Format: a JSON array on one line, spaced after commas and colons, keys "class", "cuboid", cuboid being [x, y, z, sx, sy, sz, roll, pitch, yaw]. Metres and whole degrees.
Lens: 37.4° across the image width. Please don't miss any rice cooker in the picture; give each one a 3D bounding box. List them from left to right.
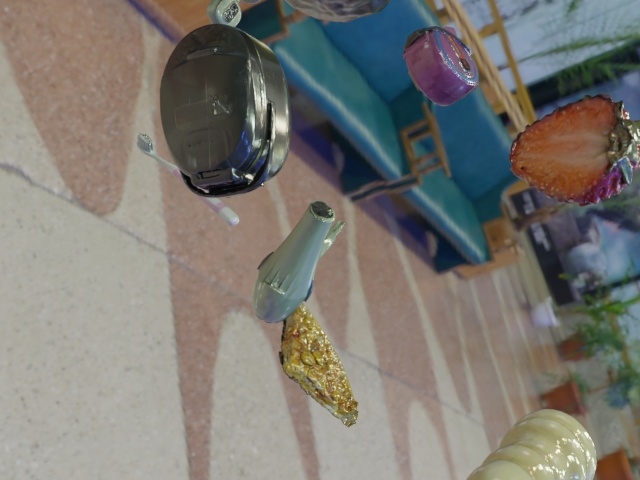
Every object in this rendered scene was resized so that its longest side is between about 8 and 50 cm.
[{"class": "rice cooker", "cuboid": [-0.089, -0.123, 0.910, 0.106, 0.112, 0.165, -4, 87, -65]}]

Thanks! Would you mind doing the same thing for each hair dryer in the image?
[{"class": "hair dryer", "cuboid": [0.002, -0.007, 1.082, 0.067, 0.167, 0.199, 37, 51, 7]}]

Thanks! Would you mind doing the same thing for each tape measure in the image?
[{"class": "tape measure", "cuboid": [0.182, -0.260, 1.408, 0.125, 0.074, 0.118, -7, 68, -52]}]

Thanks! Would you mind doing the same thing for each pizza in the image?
[{"class": "pizza", "cuboid": [-0.009, 0.154, 1.226, 0.131, 0.041, 0.178, 25, 37, -57]}]

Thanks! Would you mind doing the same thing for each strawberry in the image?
[{"class": "strawberry", "cuboid": [0.427, -0.135, 1.546, 0.111, 0.236, 0.190, 25, 79, -34]}]

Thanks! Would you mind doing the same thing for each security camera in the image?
[{"class": "security camera", "cuboid": [-0.126, -0.337, 1.359, 0.058, 0.058, 0.092, 54, 50, -38]}]

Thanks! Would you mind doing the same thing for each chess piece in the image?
[{"class": "chess piece", "cuboid": [0.315, 0.384, 1.504, 0.299, 0.167, 0.167, -10, 80, -56]}]

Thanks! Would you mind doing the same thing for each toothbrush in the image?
[{"class": "toothbrush", "cuboid": [-0.209, -0.097, 1.450, 0.286, 0.020, 0.025, 38, -41, 39]}]

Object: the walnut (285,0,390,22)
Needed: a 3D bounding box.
[{"class": "walnut", "cuboid": [0.030, -0.355, 1.075, 0.224, 0.224, 0.224, 55, 23, -37]}]
